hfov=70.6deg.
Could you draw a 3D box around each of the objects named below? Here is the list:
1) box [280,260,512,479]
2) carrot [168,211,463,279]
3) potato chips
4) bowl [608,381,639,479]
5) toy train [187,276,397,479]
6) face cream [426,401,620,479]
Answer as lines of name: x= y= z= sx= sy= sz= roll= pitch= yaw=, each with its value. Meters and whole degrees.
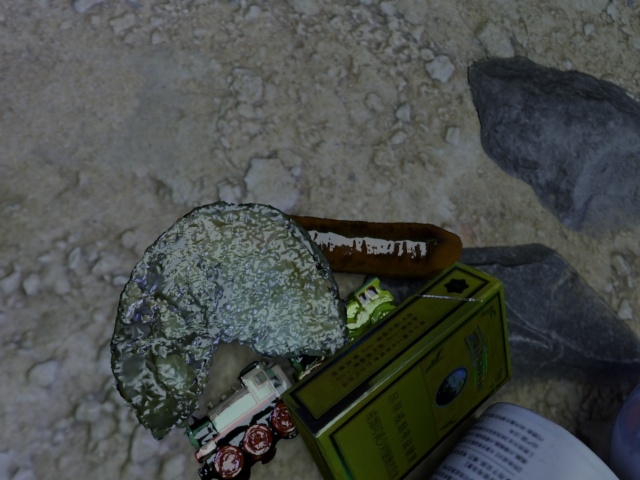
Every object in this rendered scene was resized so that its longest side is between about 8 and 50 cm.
box: x=0.085 y=0.137 z=0.429 sx=0.220 sy=0.064 sz=0.141 roll=-33 pitch=124 yaw=-22
carrot: x=0.000 y=0.000 z=0.486 sx=0.314 sy=0.066 sz=0.066 roll=6 pitch=72 yaw=-12
potato chips: x=-0.088 y=0.067 z=0.418 sx=0.220 sy=0.029 sz=0.202 roll=-36 pitch=83 yaw=-17
bowl: x=0.373 y=0.277 z=0.417 sx=0.157 sy=0.345 sz=0.345 roll=-35 pitch=82 yaw=21
toy train: x=-0.018 y=0.135 z=0.448 sx=0.250 sy=0.053 sz=0.085 roll=-36 pitch=76 yaw=-19
face cream: x=0.092 y=0.318 z=0.369 sx=0.370 sy=0.145 sz=0.145 roll=-40 pitch=86 yaw=-21
